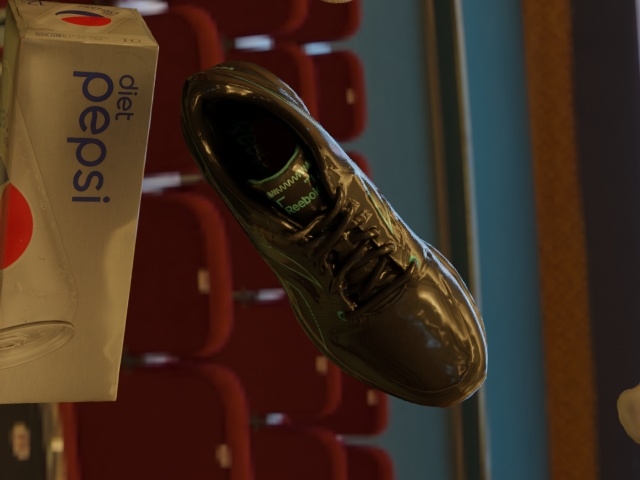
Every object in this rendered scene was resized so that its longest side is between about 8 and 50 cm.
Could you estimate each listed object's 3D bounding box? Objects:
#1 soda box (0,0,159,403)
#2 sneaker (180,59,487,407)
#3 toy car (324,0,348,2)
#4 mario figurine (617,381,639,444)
[{"bbox_3d":[-0.187,-0.024,1.082,0.091,0.098,0.286,-123,-141,-59],"label":"soda box"},{"bbox_3d":[0.000,0.000,0.920,0.267,0.101,0.106,48,3,4],"label":"sneaker"},{"bbox_3d":[0.009,-0.312,1.294,0.182,0.136,0.159,30,55,-23],"label":"toy car"},{"bbox_3d":[0.389,0.157,1.311,0.198,0.170,0.320,33,89,-43],"label":"mario figurine"}]
